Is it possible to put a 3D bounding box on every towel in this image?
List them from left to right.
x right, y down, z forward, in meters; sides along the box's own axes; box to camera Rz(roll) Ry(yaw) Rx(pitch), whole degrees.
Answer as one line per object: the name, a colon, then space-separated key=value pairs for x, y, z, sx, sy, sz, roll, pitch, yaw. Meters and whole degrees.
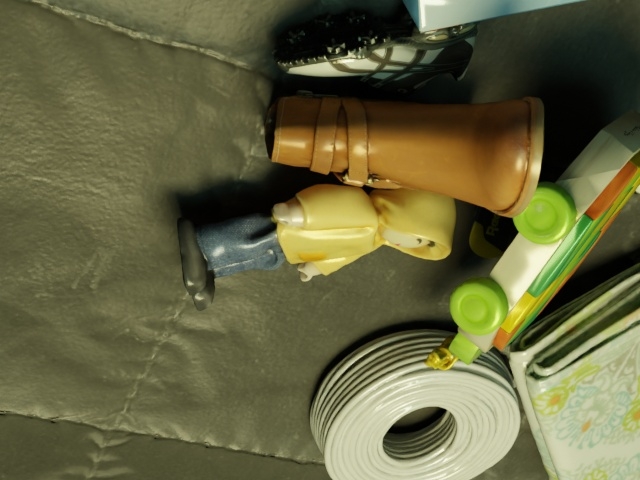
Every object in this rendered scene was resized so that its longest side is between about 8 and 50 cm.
towel: x=0.410 y=0.185 z=1.417 sx=0.321 sy=0.090 sz=0.374 roll=-30 pitch=127 yaw=-7

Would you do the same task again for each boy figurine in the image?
boy figurine: x=0.000 y=0.000 z=1.176 sx=0.285 sy=0.092 sz=0.177 roll=-9 pitch=157 yaw=-3

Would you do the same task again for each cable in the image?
cable: x=0.118 y=0.220 z=1.400 sx=0.257 sy=0.089 sz=0.257 roll=17 pitch=122 yaw=-27

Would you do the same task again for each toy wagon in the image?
toy wagon: x=0.224 y=0.020 z=1.174 sx=0.267 sy=0.068 sz=0.344 roll=-28 pitch=153 yaw=-56

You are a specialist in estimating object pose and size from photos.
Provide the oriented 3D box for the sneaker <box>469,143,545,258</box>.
sneaker: x=0.199 y=-0.054 z=1.227 sx=0.053 sy=0.059 sz=0.144 roll=24 pitch=106 yaw=5

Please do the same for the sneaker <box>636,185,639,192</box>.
sneaker: x=0.419 y=-0.089 z=1.249 sx=0.152 sy=0.058 sz=0.084 roll=6 pitch=135 yaw=-12

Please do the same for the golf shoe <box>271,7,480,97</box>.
golf shoe: x=0.055 y=-0.169 z=1.073 sx=0.198 sy=0.077 sz=0.093 roll=-11 pitch=131 yaw=-5

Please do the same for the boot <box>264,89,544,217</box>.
boot: x=0.068 y=-0.095 z=1.029 sx=0.220 sy=0.283 sz=0.109 roll=8 pitch=98 yaw=-12

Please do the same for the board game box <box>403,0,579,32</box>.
board game box: x=0.210 y=-0.354 z=0.957 sx=0.302 sy=0.086 sz=0.308 roll=-12 pitch=130 yaw=-6
